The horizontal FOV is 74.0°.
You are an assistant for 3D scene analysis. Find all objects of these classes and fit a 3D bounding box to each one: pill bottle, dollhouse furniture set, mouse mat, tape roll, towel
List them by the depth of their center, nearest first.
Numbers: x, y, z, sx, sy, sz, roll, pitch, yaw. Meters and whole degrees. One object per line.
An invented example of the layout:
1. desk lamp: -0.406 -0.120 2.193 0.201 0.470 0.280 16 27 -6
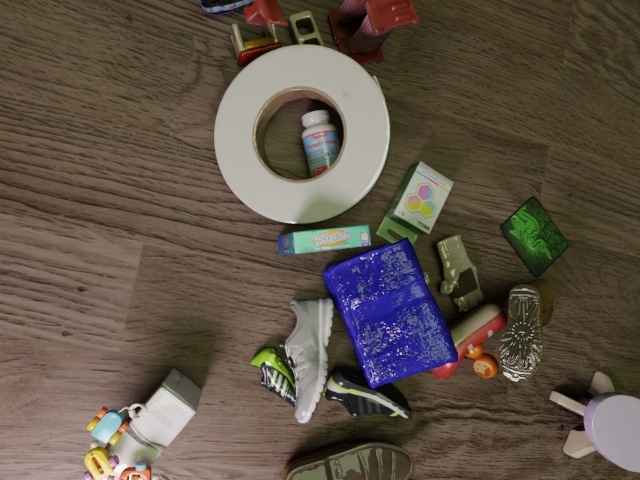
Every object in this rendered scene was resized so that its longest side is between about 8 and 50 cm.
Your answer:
1. tape roll: -0.040 -0.229 0.942 0.393 0.072 0.390 0 92 9
2. dollhouse furniture set: 0.000 -0.475 0.965 0.375 0.201 0.152 -21 93 -14
3. towel: 0.155 0.169 0.983 0.228 0.076 0.307 -25 83 16
4. pill bottle: 0.004 -0.223 1.016 0.087 0.087 0.160 -14 91 -14
5. mouse mat: 0.605 -0.009 1.199 0.153 0.007 0.189 -41 97 -11

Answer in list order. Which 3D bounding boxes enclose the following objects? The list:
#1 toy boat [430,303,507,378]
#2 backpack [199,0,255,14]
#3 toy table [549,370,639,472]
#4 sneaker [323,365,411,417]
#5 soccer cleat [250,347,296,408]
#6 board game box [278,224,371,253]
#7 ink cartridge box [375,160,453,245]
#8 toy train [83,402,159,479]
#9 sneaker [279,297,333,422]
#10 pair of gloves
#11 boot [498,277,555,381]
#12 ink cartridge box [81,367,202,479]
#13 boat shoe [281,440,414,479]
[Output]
1. toy boat: 0.377 0.270 1.050 0.231 0.151 0.151 -31 76 -12
2. backpack: -0.202 -0.595 0.949 0.174 0.158 0.116 -23 86 -2
3. toy table: 0.769 0.487 1.145 0.274 0.161 0.252 42 79 -10
4. sneaker: 0.109 0.387 1.043 0.235 0.084 0.097 28 106 -10
5. soccer cleat: -0.096 0.335 0.997 0.072 0.060 0.178 -33 93 1
6. board game box: 0.000 0.000 0.946 0.160 0.210 0.047 -6 90 -15
7. ink cartridge box: 0.240 -0.083 1.082 0.109 0.062 0.209 30 82 -12
8. toy train: -0.357 0.375 0.772 0.125 0.046 0.166 -2 88 -11
9. sneaker: -0.038 0.269 0.981 0.116 0.105 0.280 6 63 2
10. pair of gloves: 0.301 0.117 1.103 0.240 0.042 0.204 -29 99 -11
11. boot: 0.531 0.213 1.061 0.270 0.089 0.235 7 93 -55
12. ink cartridge box: -0.353 0.389 0.875 0.092 0.158 0.217 39 80 -6
13. boat shoe: 0.061 0.528 1.004 0.308 0.104 0.110 0 80 -12
